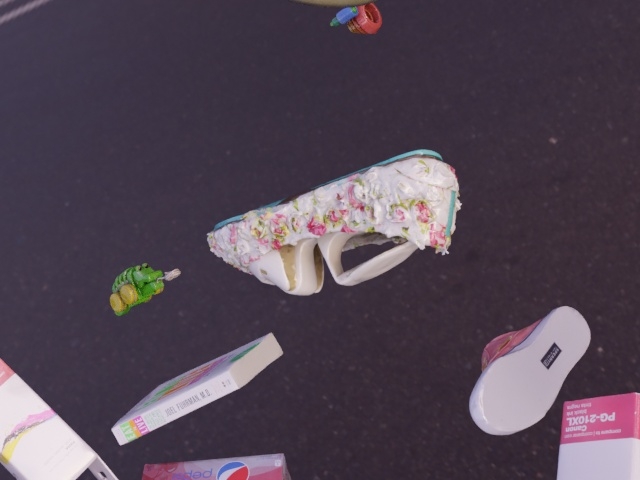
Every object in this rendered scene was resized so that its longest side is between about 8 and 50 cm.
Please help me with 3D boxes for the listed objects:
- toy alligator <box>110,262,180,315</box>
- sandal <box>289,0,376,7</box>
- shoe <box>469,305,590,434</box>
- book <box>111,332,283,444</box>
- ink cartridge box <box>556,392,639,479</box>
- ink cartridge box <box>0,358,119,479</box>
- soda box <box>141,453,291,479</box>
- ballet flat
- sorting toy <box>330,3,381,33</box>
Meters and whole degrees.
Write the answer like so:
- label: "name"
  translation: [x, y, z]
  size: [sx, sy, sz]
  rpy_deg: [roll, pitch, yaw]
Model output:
- label: "toy alligator"
  translation: [-0.255, 0.057, 1.219]
  size: [0.056, 0.051, 0.189]
  rpy_deg: [-22, -7, -42]
- label: "sandal"
  translation: [-0.072, -0.294, 0.768]
  size: [0.086, 0.302, 0.120]
  rpy_deg: [-60, 11, 26]
- label: "shoe"
  translation: [0.177, 0.128, 0.795]
  size: [0.178, 0.063, 0.081]
  rpy_deg: [-35, -4, -40]
- label: "book"
  translation: [-0.113, 0.140, 0.798]
  size: [0.144, 0.035, 0.096]
  rpy_deg: [-29, 1, 24]
- label: "ink cartridge box"
  translation: [0.338, 0.312, 0.929]
  size: [0.100, 0.172, 0.237]
  rpy_deg: [-19, 44, 44]
- label: "ink cartridge box"
  translation: [-0.304, 0.211, 0.897]
  size: [0.067, 0.198, 0.115]
  rpy_deg: [-46, 4, -27]
- label: "soda box"
  translation: [-0.187, 0.452, 1.544]
  size: [0.263, 0.092, 0.083]
  rpy_deg: [-7, 40, 6]
- label: "ballet flat"
  translation: [0.000, 0.000, 0.650]
  size: [0.241, 0.091, 0.077]
  rpy_deg: [-19, 72, 42]
- label: "sorting toy"
  translation: [0.035, -0.308, 1.137]
  size: [0.042, 0.102, 0.061]
  rpy_deg: [-24, 30, 40]
